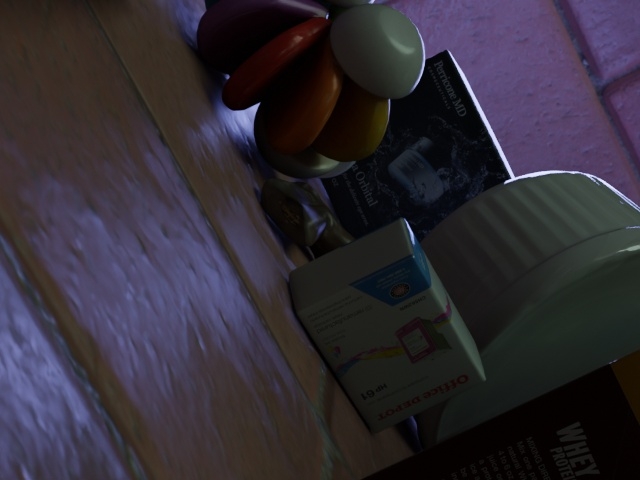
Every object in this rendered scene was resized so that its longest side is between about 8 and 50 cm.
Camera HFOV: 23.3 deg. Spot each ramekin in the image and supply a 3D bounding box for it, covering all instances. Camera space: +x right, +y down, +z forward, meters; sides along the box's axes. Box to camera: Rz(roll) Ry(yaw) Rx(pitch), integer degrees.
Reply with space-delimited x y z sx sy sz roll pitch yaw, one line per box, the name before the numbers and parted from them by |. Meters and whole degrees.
ramekin | 0.172 0.064 1.259 0.127 0.273 0.273 55 2 35

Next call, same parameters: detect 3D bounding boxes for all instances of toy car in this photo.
toy car | -0.025 -0.140 1.132 0.136 0.159 0.182 -1 58 -39

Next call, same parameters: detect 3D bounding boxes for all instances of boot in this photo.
boot | 0.000 0.000 1.119 0.106 0.037 0.114 51 5 4

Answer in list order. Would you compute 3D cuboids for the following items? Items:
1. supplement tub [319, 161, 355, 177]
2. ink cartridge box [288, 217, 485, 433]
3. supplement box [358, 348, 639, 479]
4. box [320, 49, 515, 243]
supplement tub | 0.006 -0.091 1.316 0.071 0.071 0.107 63 8 -3
ink cartridge box | 0.046 0.059 1.047 0.122 0.088 0.052 58 10 -33
supplement box | 0.125 0.191 0.770 0.129 0.194 0.191 47 18 -61
box | 0.087 -0.064 1.421 0.156 0.158 0.093 66 9 18
